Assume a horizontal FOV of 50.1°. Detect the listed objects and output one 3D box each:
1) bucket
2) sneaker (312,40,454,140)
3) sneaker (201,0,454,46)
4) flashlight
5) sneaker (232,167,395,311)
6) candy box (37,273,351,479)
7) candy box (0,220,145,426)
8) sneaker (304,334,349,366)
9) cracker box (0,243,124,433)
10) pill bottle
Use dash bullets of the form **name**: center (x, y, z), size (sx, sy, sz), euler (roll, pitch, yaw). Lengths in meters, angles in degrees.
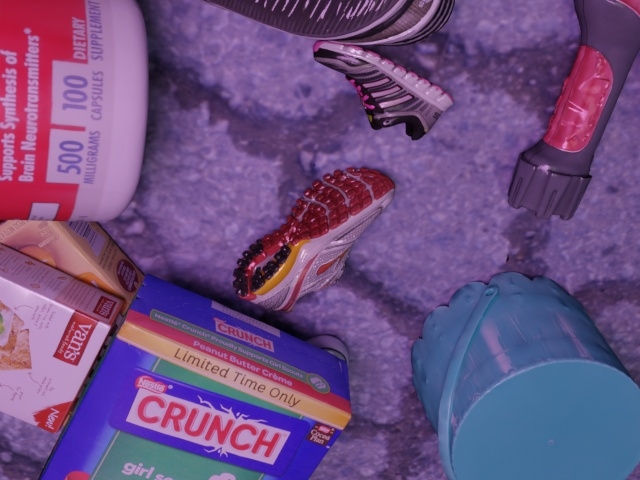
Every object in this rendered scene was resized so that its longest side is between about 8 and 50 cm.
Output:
- **bucket**: center (0.261, 0.202, 0.880), size (0.281, 0.183, 0.281), euler (-2, 114, -4)
- **sneaker**: center (0.062, -0.162, 0.755), size (0.171, 0.063, 0.074), euler (22, 106, -20)
- **sneaker**: center (-0.084, -0.272, 0.637), size (0.448, 0.257, 0.169), euler (29, 104, 20)
- **flashlight**: center (0.286, -0.172, 0.752), size (0.103, 0.103, 0.304), euler (22, 115, 14)
- **sneaker**: center (0.000, 0.000, 0.828), size (0.225, 0.088, 0.093), euler (-40, 133, 14)
- **candy box**: center (-0.155, 0.235, 0.797), size (0.268, 0.122, 0.317), euler (26, 109, -14)
- **candy box**: center (-0.297, 0.101, 0.836), size (0.183, 0.087, 0.316), euler (-31, 114, 10)
- **sneaker**: center (-0.050, 0.239, 0.921), size (0.094, 0.091, 0.258), euler (34, 109, -19)
- **cracker box**: center (-0.353, 0.090, 0.733), size (0.232, 0.067, 0.155), euler (26, 108, -12)
- **pill bottle**: center (-0.371, -0.132, 0.578), size (0.408, 0.229, 0.228), euler (0, 117, -27)
